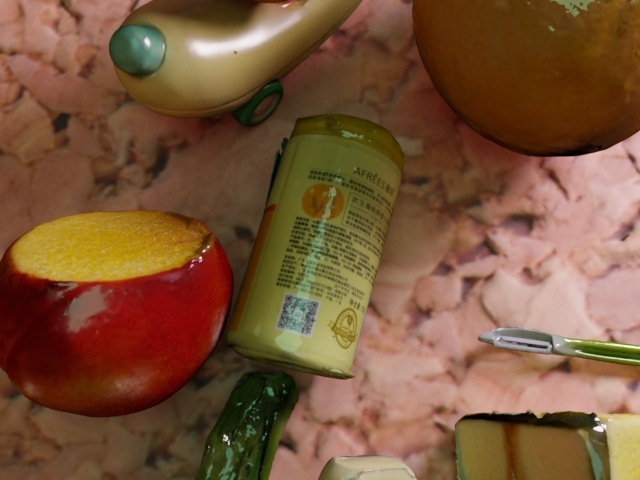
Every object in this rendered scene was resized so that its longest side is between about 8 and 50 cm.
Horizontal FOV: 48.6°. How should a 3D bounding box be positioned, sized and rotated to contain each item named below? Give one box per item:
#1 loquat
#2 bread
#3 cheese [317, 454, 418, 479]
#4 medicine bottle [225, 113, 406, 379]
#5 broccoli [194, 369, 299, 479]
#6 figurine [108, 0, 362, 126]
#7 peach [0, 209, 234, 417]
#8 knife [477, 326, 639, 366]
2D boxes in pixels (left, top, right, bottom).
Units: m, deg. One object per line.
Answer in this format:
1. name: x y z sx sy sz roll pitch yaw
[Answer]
1. loquat: 0.213 -0.207 0.624 0.263 0.263 0.263 0 77 1
2. bread: 0.268 0.237 0.626 0.264 0.163 0.167 9 74 -29
3. cheese: 0.057 0.314 0.604 0.127 0.050 0.255 1 83 -13
4. medicine bottle: 0.000 0.000 0.646 0.124 0.124 0.238 14 75 4
5. broccoli: -0.064 0.257 0.581 0.198 0.177 0.275 40 64 7
6. figurine: -0.053 -0.240 0.650 0.324 0.222 0.124 -43 77 -8
7. peach: -0.175 0.049 0.602 0.190 0.190 0.192 38 100 9
8. knife: 0.238 0.100 0.668 0.184 0.026 0.022 8 117 1
